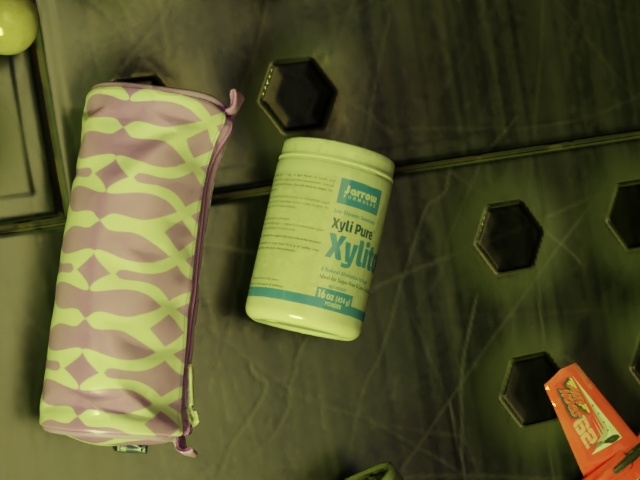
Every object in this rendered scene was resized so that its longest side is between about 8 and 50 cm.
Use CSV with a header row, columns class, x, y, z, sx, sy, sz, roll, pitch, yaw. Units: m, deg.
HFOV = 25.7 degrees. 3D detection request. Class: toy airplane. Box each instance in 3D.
class,x,y,z,sx,sy,sz,roll,pitch,yaw
toy airplane,0.170,0.159,0.894,0.151,0.028,0.151,2,85,-20

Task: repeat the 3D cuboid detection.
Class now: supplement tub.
class,x,y,z,sx,sy,sz,roll,pitch,yaw
supplement tub,0.000,0.000,0.814,0.071,0.071,0.107,15,83,-20

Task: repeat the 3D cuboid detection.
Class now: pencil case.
class,x,y,z,sx,sy,sz,roll,pitch,yaw
pencil case,-0.098,0.016,0.764,0.088,0.086,0.206,5,86,13

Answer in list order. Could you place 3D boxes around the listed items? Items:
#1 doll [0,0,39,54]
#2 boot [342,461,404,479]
class,x,y,z,sx,sy,sz,roll,pitch,yaw
doll,-0.225,-0.090,0.718,0.189,0.046,0.129,-26,140,-33
boot,0.089,0.217,0.831,0.189,0.076,0.208,-33,94,-8
